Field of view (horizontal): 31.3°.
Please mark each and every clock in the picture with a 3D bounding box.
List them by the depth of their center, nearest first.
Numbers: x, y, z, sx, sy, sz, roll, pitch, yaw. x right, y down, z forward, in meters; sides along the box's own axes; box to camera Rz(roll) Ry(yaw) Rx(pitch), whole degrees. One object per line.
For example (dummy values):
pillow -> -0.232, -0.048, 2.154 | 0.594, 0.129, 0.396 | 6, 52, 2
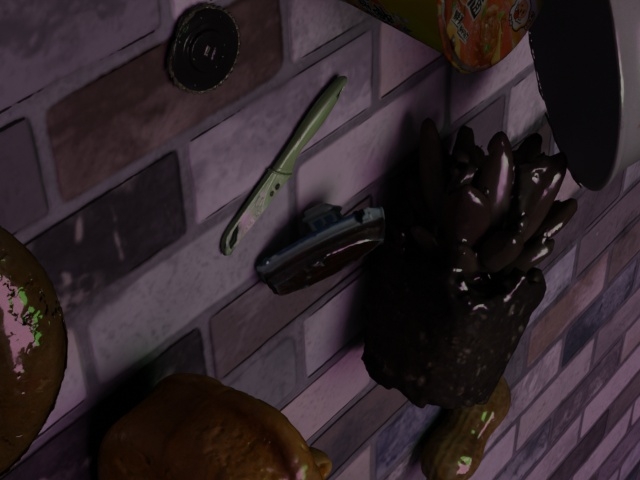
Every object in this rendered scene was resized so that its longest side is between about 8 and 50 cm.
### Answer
clock -> -0.092, -0.153, 0.922 | 0.083, 0.010, 0.074 | 9, 105, -58

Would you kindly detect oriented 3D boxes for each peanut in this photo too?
peanut -> 0.210, 0.268, 1.625 | 0.193, 0.089, 0.089 | -52, 148, -17

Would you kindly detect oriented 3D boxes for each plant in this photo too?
plant -> 0.151, 0.021, 1.258 | 0.194, 0.181, 0.320 | -8, 117, -48

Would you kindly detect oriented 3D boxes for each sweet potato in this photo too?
sweet potato -> -0.242, 0.100, 0.806 | 0.124, 0.098, 0.310 | -4, 113, -47

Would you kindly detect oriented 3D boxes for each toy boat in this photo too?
toy boat -> 0.000, 0.000, 1.127 | 0.140, 0.066, 0.059 | -26, 153, -5

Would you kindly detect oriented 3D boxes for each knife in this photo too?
knife -> -0.032, -0.072, 1.071 | 0.207, 0.014, 0.030 | -55, 148, -11

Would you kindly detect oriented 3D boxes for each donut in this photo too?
donut -> -0.096, 0.228, 1.006 | 0.114, 0.226, 0.226 | -33, 138, -40

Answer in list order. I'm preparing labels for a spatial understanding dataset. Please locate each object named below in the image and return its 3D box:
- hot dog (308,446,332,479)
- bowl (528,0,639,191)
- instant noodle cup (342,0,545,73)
hot dog -> -0.077, 0.278, 1.197 | 0.102, 0.076, 0.249 | -49, 168, 35
bowl -> 0.315, -0.230, 1.144 | 0.157, 0.345, 0.345 | -11, 136, 1
instant noodle cup -> 0.101, -0.265, 0.995 | 0.205, 0.153, 0.205 | -39, 142, -38
